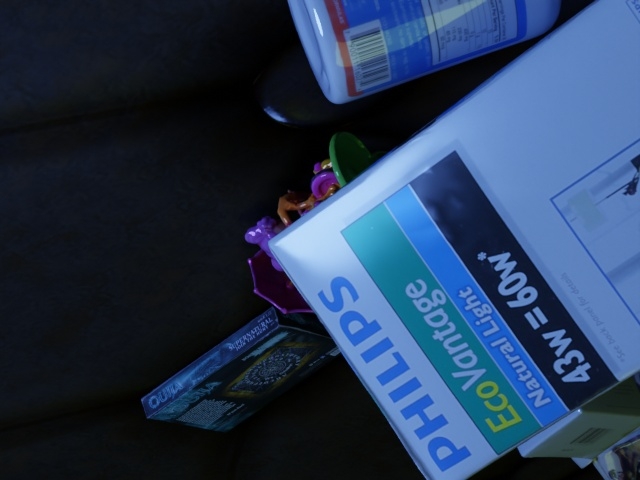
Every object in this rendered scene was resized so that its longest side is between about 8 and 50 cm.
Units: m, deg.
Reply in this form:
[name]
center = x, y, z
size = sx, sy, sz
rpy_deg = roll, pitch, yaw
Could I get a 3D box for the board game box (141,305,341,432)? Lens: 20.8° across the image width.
[board game box]
center = -0.073, 0.132, 1.757
size = 0.186, 0.026, 0.126
rpy_deg = -36, 149, 25

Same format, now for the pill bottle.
[pill bottle]
center = 0.092, -0.185, 1.209
size = 0.221, 0.124, 0.124
rpy_deg = -19, 152, -5

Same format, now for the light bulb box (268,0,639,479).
[light bulb box]
center = 0.211, -0.039, 1.304
size = 0.361, 0.225, 0.358
rpy_deg = -35, 178, 24

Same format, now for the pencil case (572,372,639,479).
[pencil case]
center = 0.475, 0.154, 2.033
size = 0.410, 0.160, 0.183
rpy_deg = -27, 168, 10

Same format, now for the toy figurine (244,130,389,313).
[toy figurine]
center = 0.000, 0.000, 1.508
size = 0.159, 0.130, 0.173
rpy_deg = -25, 132, 27

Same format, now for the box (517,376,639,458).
[box]
center = 0.245, 0.134, 1.828
size = 0.130, 0.170, 0.091
rpy_deg = 10, 138, -45
